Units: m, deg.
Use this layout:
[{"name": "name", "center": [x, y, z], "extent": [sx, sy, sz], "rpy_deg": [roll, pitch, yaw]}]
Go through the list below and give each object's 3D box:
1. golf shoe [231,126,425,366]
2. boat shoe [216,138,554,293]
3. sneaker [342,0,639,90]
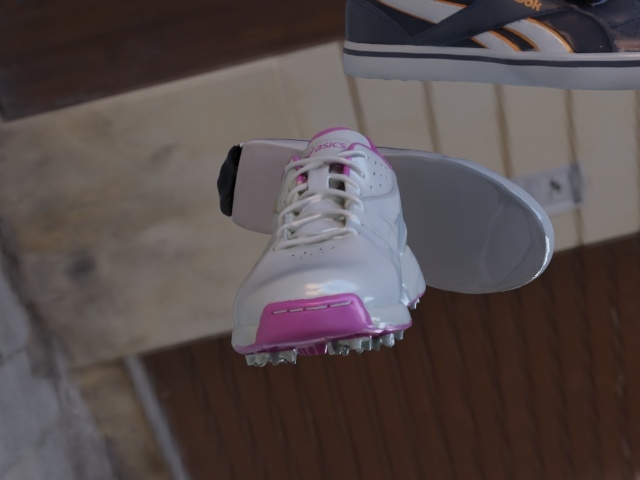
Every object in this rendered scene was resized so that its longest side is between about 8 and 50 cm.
[{"name": "golf shoe", "center": [0.000, 0.000, 0.946], "extent": [0.306, 0.115, 0.140], "rpy_deg": [-43, 125, -82]}, {"name": "boat shoe", "center": [0.082, -0.041, 1.435], "extent": [0.158, 0.340, 0.127], "rpy_deg": [-17, 120, -62]}, {"name": "sneaker", "center": [0.162, -0.180, 1.103], "extent": [0.126, 0.321, 0.127], "rpy_deg": [-24, 117, -61]}]
